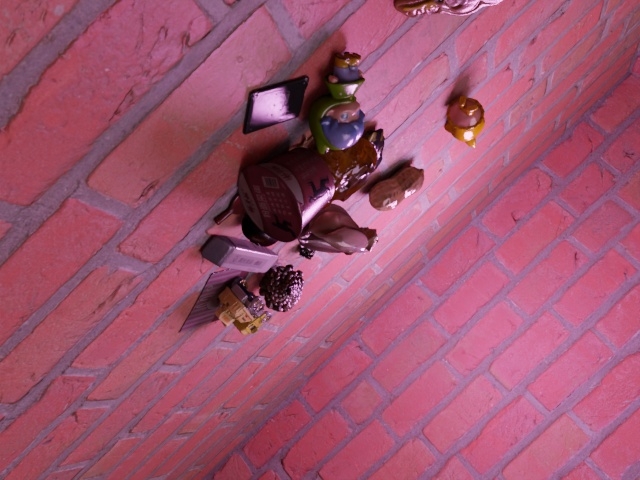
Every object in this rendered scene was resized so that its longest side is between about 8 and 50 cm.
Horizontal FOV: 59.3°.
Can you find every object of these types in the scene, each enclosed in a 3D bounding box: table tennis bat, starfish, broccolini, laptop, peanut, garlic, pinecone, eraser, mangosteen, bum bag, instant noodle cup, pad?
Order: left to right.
[{"bbox_3d":[-0.359,0.200,1.950,0.202,0.005,0.300,-13,144,-52],"label":"pad"},{"bbox_3d":[-0.237,-0.097,1.599,0.154,0.019,0.098,-40,159,-15],"label":"table tennis bat"},{"bbox_3d":[-0.248,0.047,1.786,0.089,0.061,0.352,-47,159,11],"label":"eraser"},{"bbox_3d":[-0.169,-0.052,1.678,0.140,0.140,0.140,-36,157,-18],"label":"mangosteen"},{"bbox_3d":[-0.109,-0.333,1.387,0.180,0.016,0.129,-26,152,-34],"label":"laptop"},{"bbox_3d":[-0.142,0.176,2.078,0.179,0.150,0.195,-56,163,-15],"label":"pinecone"},{"bbox_3d":[-0.084,-0.136,1.535,0.178,0.234,0.235,-39,160,-36],"label":"instant noodle cup"},{"bbox_3d":[-0.044,-0.272,1.612,0.086,0.016,0.092,-40,161,-15],"label":"starfish"},{"bbox_3d":[-0.009,-0.009,2.143,0.201,0.058,0.074,-53,176,-17],"label":"broccolini"},{"bbox_3d":[0.040,-0.013,1.966,0.291,0.237,0.210,15,116,-22],"label":"garlic"},{"bbox_3d":[0.173,-0.295,1.886,0.107,0.060,0.232,-45,162,-20],"label":"bum bag"},{"bbox_3d":[0.302,-0.205,2.202,0.298,0.120,0.136,-32,180,-28],"label":"peanut"}]

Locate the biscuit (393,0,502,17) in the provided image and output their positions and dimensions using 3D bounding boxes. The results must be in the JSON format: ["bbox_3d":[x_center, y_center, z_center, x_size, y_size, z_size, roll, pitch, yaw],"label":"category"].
[{"bbox_3d":[0.320,-0.606,1.344,0.295,0.044,0.186,-1,162,11],"label":"biscuit"}]

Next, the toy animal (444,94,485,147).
[{"bbox_3d":[0.546,-0.455,2.120,0.156,0.156,0.230,-41,157,-6],"label":"toy animal"}]

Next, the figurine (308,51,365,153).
[{"bbox_3d":[0.052,-0.357,1.476,0.162,0.143,0.263,-32,140,-45],"label":"figurine"}]

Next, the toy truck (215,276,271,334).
[{"bbox_3d":[-0.282,0.247,1.992,0.157,0.124,0.272,-40,158,-11],"label":"toy truck"}]

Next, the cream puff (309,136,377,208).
[{"bbox_3d":[0.055,-0.214,1.702,0.269,0.155,0.241,-39,162,-14],"label":"cream puff"}]
